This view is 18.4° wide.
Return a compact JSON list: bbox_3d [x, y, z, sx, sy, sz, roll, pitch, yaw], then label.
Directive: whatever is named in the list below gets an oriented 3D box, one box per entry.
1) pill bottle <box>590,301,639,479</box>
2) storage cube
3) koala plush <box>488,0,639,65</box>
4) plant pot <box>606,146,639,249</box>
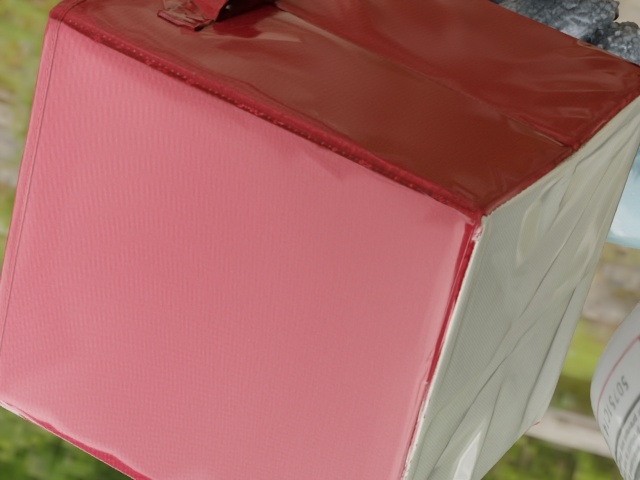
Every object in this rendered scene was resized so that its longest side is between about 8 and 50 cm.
[{"bbox_3d":[0.236,0.145,0.820,0.161,0.283,0.161,-13,142,-10],"label":"pill bottle"},{"bbox_3d":[0.000,0.000,0.829,0.193,0.215,0.184,26,-149,20],"label":"storage cube"},{"bbox_3d":[0.138,-0.080,1.362,0.196,0.221,0.203,45,133,-12],"label":"koala plush"},{"bbox_3d":[0.285,-0.110,1.055,0.195,0.290,0.290,17,170,9],"label":"plant pot"}]
